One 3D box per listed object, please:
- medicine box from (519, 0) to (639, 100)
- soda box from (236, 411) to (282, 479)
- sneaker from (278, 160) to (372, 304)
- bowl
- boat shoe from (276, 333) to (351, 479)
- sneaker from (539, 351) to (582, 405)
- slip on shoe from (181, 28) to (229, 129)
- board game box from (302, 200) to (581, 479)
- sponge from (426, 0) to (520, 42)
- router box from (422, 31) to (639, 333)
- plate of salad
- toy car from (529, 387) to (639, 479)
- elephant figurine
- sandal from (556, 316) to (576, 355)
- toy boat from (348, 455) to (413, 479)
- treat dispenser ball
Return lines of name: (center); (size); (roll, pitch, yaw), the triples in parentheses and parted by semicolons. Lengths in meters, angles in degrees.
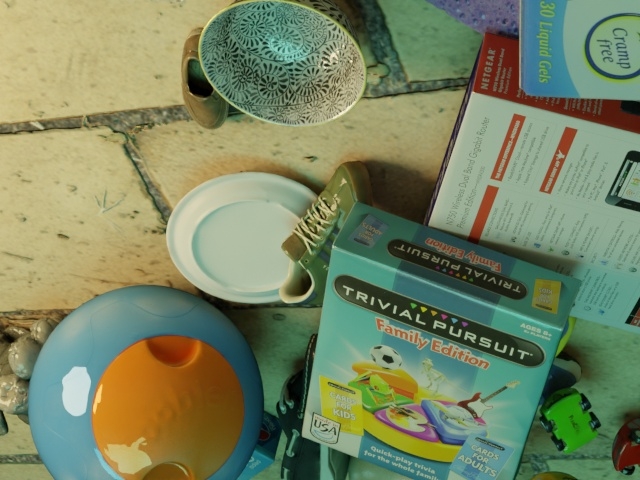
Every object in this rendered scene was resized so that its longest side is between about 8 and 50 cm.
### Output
medicine box: (0.315, -0.259, 1.328); (0.289, 0.149, 0.264); (3, 135, 10)
soda box: (-0.138, 0.304, 2.222); (0.071, 0.067, 0.210); (30, 138, -18)
sneaker: (0.000, 0.000, 1.777); (0.086, 0.064, 0.192); (-11, 134, -25)
bowl: (-0.030, -0.199, 1.587); (0.170, 0.080, 0.170); (9, 139, 8)
boat shoe: (-0.014, 0.225, 2.052); (0.091, 0.114, 0.303); (12, 132, 13)
sneaker: (0.232, 0.196, 1.965); (0.211, 0.081, 0.080); (-27, 123, 36)
slip on shoe: (-0.124, -0.162, 1.691); (0.051, 0.041, 0.135); (11, 140, 5)
board game box: (0.123, 0.137, 1.762); (0.253, 0.079, 0.336); (19, 138, 10)
sponge: (0.171, -0.245, 1.507); (0.210, 0.031, 0.117); (28, 140, -15)
router box: (0.273, -0.045, 1.642); (0.301, 0.082, 0.335); (15, 147, 1)
plate of salad: (-0.078, -0.007, 1.845); (0.199, 0.048, 0.200); (0, 131, 0)
toy car: (0.317, 0.244, 1.950); (0.239, 0.053, 0.225); (-32, 133, -1)
elephant figurine: (-0.423, 0.171, 2.118); (0.239, 0.186, 0.169); (-3, -179, 36)
sandal: (0.140, 0.094, 1.849); (0.317, 0.126, 0.138); (-11, 130, 26)
toy boat: (0.181, 0.350, 2.122); (0.267, 0.148, 0.318); (9, 144, 45)
treat dispenser ball: (-0.212, 0.199, 1.949); (0.288, 0.288, 0.288); (9, 140, 8)
